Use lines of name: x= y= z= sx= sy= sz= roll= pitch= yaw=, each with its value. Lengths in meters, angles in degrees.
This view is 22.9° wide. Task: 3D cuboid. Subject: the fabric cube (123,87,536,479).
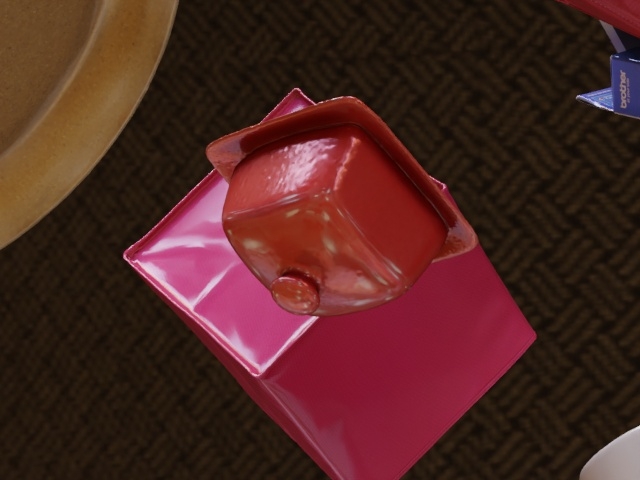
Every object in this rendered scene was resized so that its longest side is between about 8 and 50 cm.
fabric cube: x=0.011 y=0.055 z=1.582 sx=0.254 sy=0.258 sz=0.259 roll=-45 pitch=45 yaw=-7

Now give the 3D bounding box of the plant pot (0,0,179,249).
plant pot: x=-0.155 y=-0.073 z=0.588 sx=0.032 sy=0.236 sz=0.236 roll=43 pitch=116 yaw=29

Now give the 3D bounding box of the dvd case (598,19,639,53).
dvd case: x=0.319 y=-0.227 z=1.352 sx=0.179 sy=0.238 sz=0.030 roll=-23 pitch=73 yaw=15

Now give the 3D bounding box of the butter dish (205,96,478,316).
butter dish: x=0.000 y=0.000 z=1.094 sx=0.160 sy=0.160 sz=0.118 roll=-15 pitch=39 yaw=41

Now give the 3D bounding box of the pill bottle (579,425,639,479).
pill bottle: x=0.397 y=0.356 z=1.439 sx=0.224 sy=0.224 sz=0.392 roll=-41 pitch=56 yaw=32

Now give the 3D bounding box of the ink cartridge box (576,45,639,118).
ink cartridge box: x=0.381 y=-0.136 z=1.327 sx=0.311 sy=0.185 sz=0.065 roll=20 pitch=123 yaw=56

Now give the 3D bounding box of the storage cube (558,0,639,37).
storage cube: x=0.091 y=-0.230 z=0.739 sx=0.184 sy=0.193 sz=0.215 roll=-61 pitch=33 yaw=10
